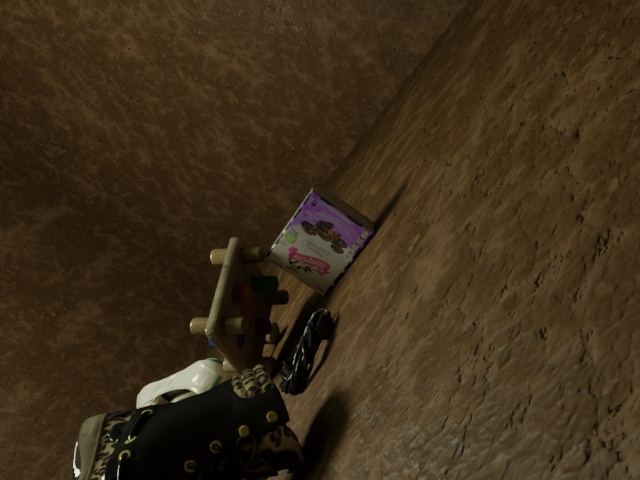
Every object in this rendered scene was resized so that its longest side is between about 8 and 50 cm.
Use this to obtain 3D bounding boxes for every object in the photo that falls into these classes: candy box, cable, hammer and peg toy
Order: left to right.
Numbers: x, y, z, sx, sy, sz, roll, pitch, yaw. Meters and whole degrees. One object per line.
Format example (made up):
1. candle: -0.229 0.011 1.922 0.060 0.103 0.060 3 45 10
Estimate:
1. hammer and peg toy: -0.160 0.199 1.417 0.361 0.128 0.265 67 -155 -48
2. cable: -0.039 0.216 1.142 0.150 0.047 0.184 -52 9 33
3. candy box: 0.000 0.000 1.354 0.196 0.165 0.070 -54 7 22

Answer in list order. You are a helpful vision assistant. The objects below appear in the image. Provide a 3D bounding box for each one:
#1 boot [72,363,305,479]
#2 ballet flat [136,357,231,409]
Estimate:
1. boot: -0.159 0.312 0.772 0.284 0.138 0.377 -19 24 -11
2. ballet flat: -0.384 0.427 1.582 0.400 0.139 0.139 -34 20 36
